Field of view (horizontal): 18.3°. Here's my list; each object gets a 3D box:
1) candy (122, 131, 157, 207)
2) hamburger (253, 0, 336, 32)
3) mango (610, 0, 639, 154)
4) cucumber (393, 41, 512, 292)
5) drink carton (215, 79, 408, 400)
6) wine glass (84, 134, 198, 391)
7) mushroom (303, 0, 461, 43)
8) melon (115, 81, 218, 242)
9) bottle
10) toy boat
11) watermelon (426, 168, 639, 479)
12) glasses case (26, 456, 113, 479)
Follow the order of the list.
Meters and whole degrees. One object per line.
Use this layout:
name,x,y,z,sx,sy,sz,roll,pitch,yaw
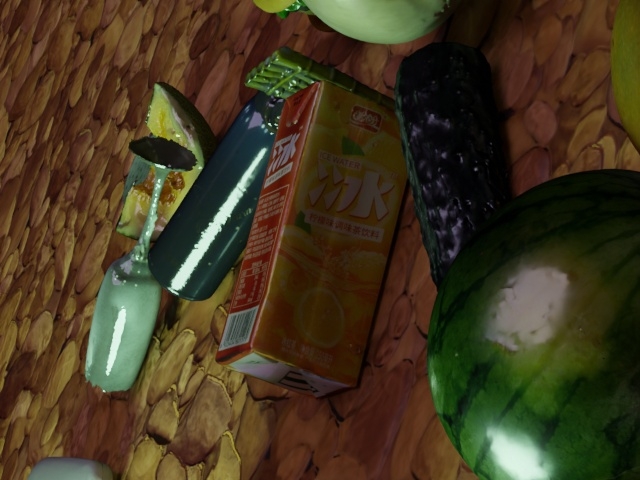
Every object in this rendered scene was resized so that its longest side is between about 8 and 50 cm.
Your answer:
candy,-0.165,-0.066,2.039,0.103,0.043,0.103,-51,25,35
hamburger,0.004,-0.259,1.726,0.162,0.115,0.162,-42,36,40
mango,0.228,-0.075,1.046,0.138,0.113,0.253,-53,33,24
cucumber,0.088,-0.049,1.406,0.078,0.062,0.211,-50,28,37
drink carton,0.000,0.000,1.522,0.071,0.096,0.223,-22,51,61
wine glass,-0.176,0.030,1.883,0.074,0.074,0.262,-111,33,-60
mushroom,0.076,-0.265,1.486,0.246,0.202,0.246,-48,-33,-48
melon,-0.131,-0.063,1.924,0.128,0.079,0.160,39,119,42
bottle,-0.069,-0.053,1.759,0.244,0.072,0.082,-55,-4,28
toy boat,0.001,-0.119,1.604,0.063,0.115,0.016,-32,40,56
watermelon,0.127,0.059,1.133,0.232,0.127,0.204,128,150,-46
glasses case,-0.248,0.248,1.921,0.197,0.049,0.076,-14,57,64
